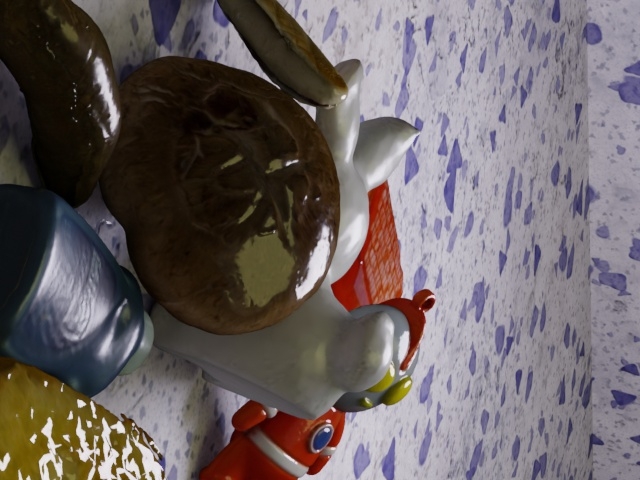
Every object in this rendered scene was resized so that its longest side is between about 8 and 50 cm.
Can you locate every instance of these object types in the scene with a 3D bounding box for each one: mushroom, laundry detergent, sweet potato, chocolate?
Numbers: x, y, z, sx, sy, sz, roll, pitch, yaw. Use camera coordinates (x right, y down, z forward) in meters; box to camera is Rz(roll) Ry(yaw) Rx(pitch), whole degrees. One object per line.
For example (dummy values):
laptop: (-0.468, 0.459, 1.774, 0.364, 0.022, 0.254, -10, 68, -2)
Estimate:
mushroom: (-0.094, -0.049, 1.568, 0.278, 0.146, 0.278, 15, 64, -34)
laundry detergent: (-0.219, 0.060, 1.441, 0.290, 0.094, 0.143, 47, 51, -64)
sweet potato: (-0.221, -0.133, 1.369, 0.286, 0.112, 0.085, 80, 30, -53)
chocolate: (0.011, 0.051, 2.019, 0.237, 0.108, 0.235, 80, 27, -43)

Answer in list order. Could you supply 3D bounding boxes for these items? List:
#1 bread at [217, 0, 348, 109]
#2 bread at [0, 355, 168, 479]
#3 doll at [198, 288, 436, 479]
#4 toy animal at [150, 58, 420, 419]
bread: (-0.050, -0.203, 1.679, 0.053, 0.214, 0.073, -48, 149, 18)
bread: (-0.258, 0.258, 1.151, 0.398, 0.215, 0.398, 45, 37, -50)
doll: (0.011, 0.181, 1.886, 0.336, 0.105, 0.200, -46, 144, 0)
toy animal: (-0.010, 0.002, 1.749, 0.196, 0.241, 0.367, 52, 49, -59)
